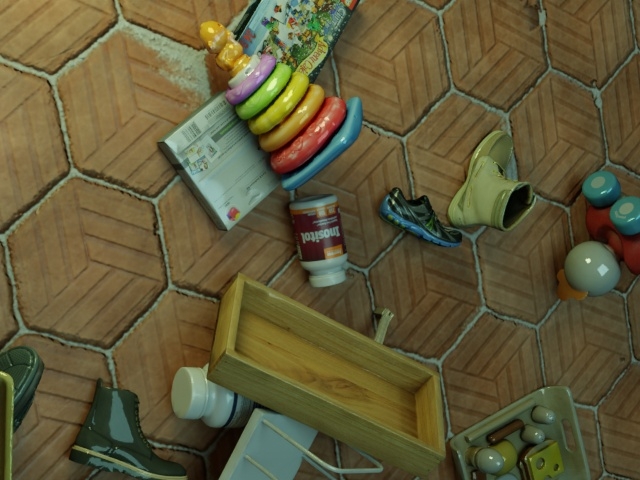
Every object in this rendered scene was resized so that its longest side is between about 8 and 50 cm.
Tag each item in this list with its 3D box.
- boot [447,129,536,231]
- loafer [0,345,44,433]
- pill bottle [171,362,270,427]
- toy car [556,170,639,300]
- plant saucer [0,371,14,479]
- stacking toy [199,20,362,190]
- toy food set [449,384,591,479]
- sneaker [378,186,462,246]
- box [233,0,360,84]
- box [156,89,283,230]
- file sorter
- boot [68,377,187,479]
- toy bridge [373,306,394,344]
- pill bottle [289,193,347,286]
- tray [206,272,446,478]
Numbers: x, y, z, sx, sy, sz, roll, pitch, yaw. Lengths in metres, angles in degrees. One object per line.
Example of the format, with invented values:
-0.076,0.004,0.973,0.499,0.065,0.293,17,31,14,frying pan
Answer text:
0.344,-0.111,2.037,0.077,0.165,0.213,36,76,-28,boot
-0.500,0.277,1.607,0.267,0.096,0.084,-53,146,-14,loafer
-0.145,0.255,1.792,0.186,0.112,0.112,7,89,-31,pill bottle
0.564,0.026,2.197,0.238,0.210,0.219,-37,128,5,toy car
-0.576,0.334,1.490,0.332,0.081,0.333,2,92,3,plant saucer
-0.088,-0.241,1.763,0.302,0.165,0.175,43,30,-18,stacking toy
0.401,0.447,2.141,0.306,0.092,0.220,-22,103,-28,toy food set
0.196,-0.041,2.009,0.188,0.067,0.078,27,85,-26,sneaker
-0.045,-0.374,1.863,0.159,0.044,0.233,35,75,-27,box
-0.163,-0.133,1.807,0.145,0.038,0.186,-44,112,-22,box
-0.056,0.436,1.741,0.193,0.173,0.278,18,101,-57,file sorter
-0.288,0.311,1.735,0.197,0.077,0.137,23,75,-31,boot
0.074,0.200,1.950,0.026,0.063,0.188,47,69,-24,toy bridge
0.000,0.000,1.883,0.086,0.086,0.152,-17,101,-29,pill bottle
0.016,0.226,1.797,0.410,0.203,0.076,28,122,-17,tray
